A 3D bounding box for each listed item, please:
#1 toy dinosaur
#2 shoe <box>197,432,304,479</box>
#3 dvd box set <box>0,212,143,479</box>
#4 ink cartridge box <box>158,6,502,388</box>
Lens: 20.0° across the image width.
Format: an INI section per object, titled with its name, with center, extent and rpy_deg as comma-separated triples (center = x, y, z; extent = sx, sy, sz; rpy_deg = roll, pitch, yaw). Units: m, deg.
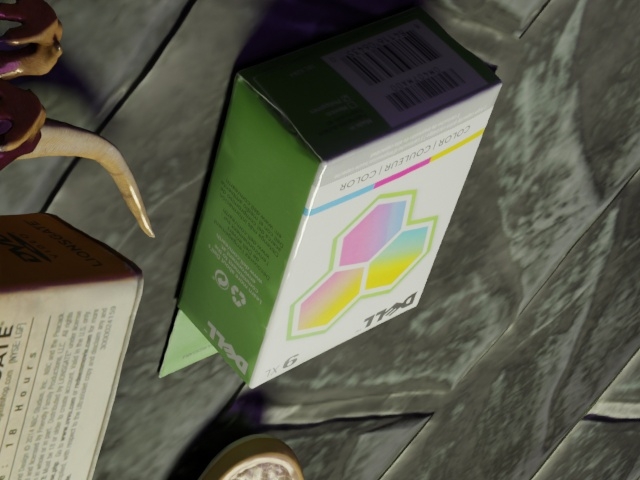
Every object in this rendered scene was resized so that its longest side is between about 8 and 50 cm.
[toy dinosaur]
center = -0.122, -0.039, 0.638
extent = 0.211, 0.064, 0.112
rpy_deg = -8, 162, -42
[shoe]
center = -0.068, 0.184, 1.042
extent = 0.077, 0.058, 0.219
rpy_deg = 0, 130, -28
[dvd box set]
center = -0.255, 0.149, 0.521
extent = 0.420, 0.062, 0.307
rpy_deg = -6, 119, -49
[ink cartridge box]
center = 0.000, 0.000, 0.842
extent = 0.109, 0.062, 0.209
rpy_deg = -25, 149, -35
